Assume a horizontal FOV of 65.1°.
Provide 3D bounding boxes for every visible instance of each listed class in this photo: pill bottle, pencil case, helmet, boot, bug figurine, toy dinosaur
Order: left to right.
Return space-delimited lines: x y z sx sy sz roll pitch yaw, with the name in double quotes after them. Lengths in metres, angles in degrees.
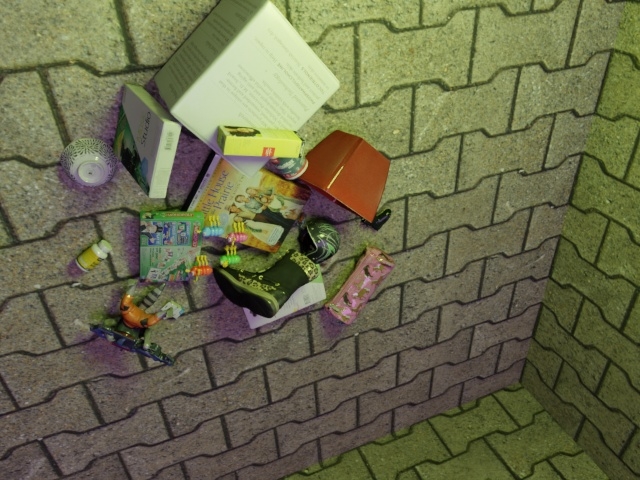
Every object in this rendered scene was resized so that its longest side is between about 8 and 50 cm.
-0.792 0.052 1.757 0.116 0.065 0.065 -40 130 3 "pill bottle"
-0.375 0.034 1.842 0.216 0.072 0.279 -9 136 -39 "bug figurine"
-0.216 0.139 1.965 0.284 0.378 0.138 -35 126 -34 "boot"
-0.135 -0.315 1.805 0.108 0.108 0.180 -40 129 3 "pill bottle"
-0.071 -0.086 2.008 0.047 0.082 0.090 21 151 -9 "toy dinosaur"
0.000 0.000 2.050 0.170 0.169 0.161 15 128 -33 "helmet"
0.177 0.201 2.276 0.160 0.167 0.386 35 104 -2 "pencil case"
0.240 -0.103 2.175 0.099 0.045 0.121 27 108 -34 "boot"

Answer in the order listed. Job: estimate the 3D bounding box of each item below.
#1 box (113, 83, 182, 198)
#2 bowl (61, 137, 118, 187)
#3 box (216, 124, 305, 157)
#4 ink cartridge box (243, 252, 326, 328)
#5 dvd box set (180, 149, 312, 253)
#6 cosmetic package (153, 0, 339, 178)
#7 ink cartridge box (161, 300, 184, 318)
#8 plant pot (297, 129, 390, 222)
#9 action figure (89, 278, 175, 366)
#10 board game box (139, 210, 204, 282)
-0.522 -0.300 1.486 0.059 0.322 0.232 -1 122 -41 "box"
-0.728 -0.231 1.590 0.170 0.080 0.170 -13 127 -18 "bowl"
-0.165 -0.276 1.407 0.232 0.087 0.058 -2 124 -28 "box"
-0.170 0.212 2.134 0.354 0.119 0.207 -22 128 -13 "ink cartridge box"
-0.277 -0.135 1.884 0.421 0.062 0.307 20 112 -35 "dvd box set"
-0.230 -0.477 1.506 0.394 0.329 0.327 -45 131 8 "cosmetic package"
-0.599 0.275 2.025 0.048 0.028 0.083 -42 130 5 "ink cartridge box"
0.098 -0.258 1.879 0.267 0.267 0.235 31 91 -38 "plant pot"
-0.670 0.327 1.921 0.341 0.178 0.330 34 121 -16 "action figure"
-0.547 0.028 1.827 0.214 0.046 0.317 -1 133 -22 "board game box"
